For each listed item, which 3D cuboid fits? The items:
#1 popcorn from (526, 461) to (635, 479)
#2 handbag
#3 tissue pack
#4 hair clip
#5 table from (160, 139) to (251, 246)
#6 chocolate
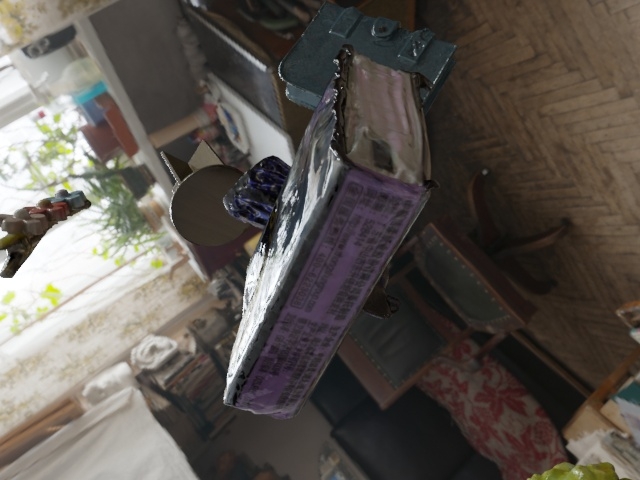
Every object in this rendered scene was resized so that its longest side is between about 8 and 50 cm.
[{"bbox_3d":[0.546,0.596,1.176,0.312,0.312,0.312,46,161,21],"label":"popcorn"},{"bbox_3d":[0.069,-0.260,0.863,0.229,0.179,0.062,28,170,20],"label":"handbag"},{"bbox_3d":[0.000,0.000,0.651,0.122,0.259,0.361,20,129,-11],"label":"tissue pack"},{"bbox_3d":[-0.340,-0.028,0.708,0.214,0.062,0.056,-83,-7,-63],"label":"hair clip"},{"bbox_3d":[-0.240,-0.112,1.169,0.226,0.167,0.167,48,165,52],"label":"table"},{"bbox_3d":[0.010,-0.002,0.970,0.343,0.148,0.126,39,124,-2],"label":"chocolate"}]
